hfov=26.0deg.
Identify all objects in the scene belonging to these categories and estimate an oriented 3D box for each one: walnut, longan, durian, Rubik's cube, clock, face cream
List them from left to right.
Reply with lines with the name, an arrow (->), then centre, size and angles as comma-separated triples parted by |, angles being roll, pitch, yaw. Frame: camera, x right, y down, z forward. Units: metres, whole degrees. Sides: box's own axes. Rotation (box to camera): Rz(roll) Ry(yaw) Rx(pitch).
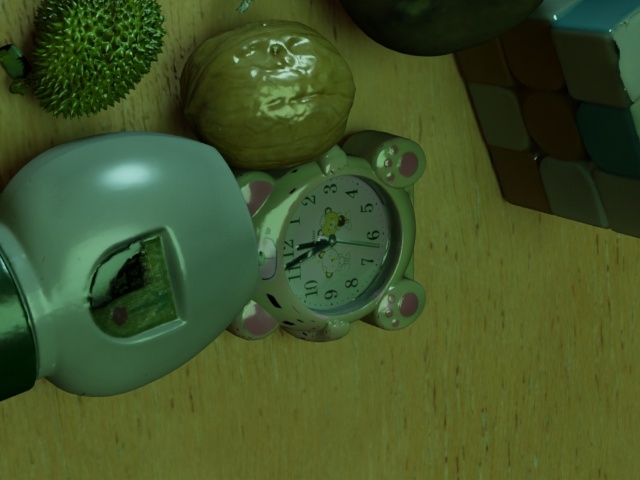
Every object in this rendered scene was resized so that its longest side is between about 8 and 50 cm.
durian -> -0.263, -0.226, 1.620 | 0.146, 0.159, 0.198 | 41, 77, -29
face cream -> -0.265, 0.035, 1.645 | 0.357, 0.219, 0.312 | -21, 114, -26
walnut -> -0.069, -0.182, 1.749 | 0.222, 0.195, 0.195 | -15, 110, -26
clock -> 0.000, 0.000, 1.892 | 0.309, 0.114, 0.284 | -11, 109, -32
longan -> 0.164, -0.395, 1.801 | 0.319, 0.319, 0.319 | -9, 106, -33
Rubik's cube -> 0.448, -0.247, 2.007 | 0.346, 0.344, 0.347 | -34, 120, -23

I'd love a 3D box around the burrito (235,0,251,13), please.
burrito -> -0.012, -0.490, 1.757 | 0.139, 0.101, 0.445 | 17, 94, -58
